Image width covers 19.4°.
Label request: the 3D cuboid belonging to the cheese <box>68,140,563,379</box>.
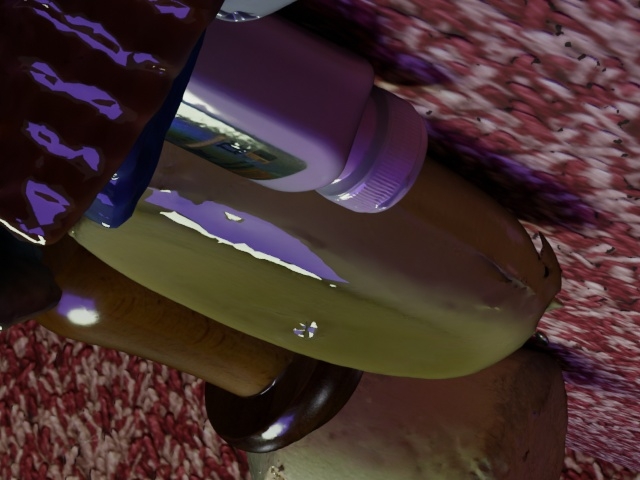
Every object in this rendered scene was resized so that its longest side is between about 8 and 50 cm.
[{"bbox_3d":[0.000,0.000,1.161,0.315,0.128,0.259,19,170,-14],"label":"cheese"}]

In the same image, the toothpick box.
[{"bbox_3d":[-0.098,0.053,1.563,0.294,0.192,0.192,29,168,-26],"label":"toothpick box"}]

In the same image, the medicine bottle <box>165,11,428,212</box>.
[{"bbox_3d":[-0.046,-0.078,0.905,0.219,0.078,0.115,25,169,-34],"label":"medicine bottle"}]

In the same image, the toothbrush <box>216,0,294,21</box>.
[{"bbox_3d":[0.034,-0.101,0.628,0.040,0.040,0.386,22,169,-20],"label":"toothbrush"}]

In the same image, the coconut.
[{"bbox_3d":[0.069,0.211,1.872,0.309,0.297,0.297,12,170,22],"label":"coconut"}]

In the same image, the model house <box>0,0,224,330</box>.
[{"bbox_3d":[-0.157,-0.086,0.563,0.295,0.252,0.329,29,162,-25],"label":"model house"}]
